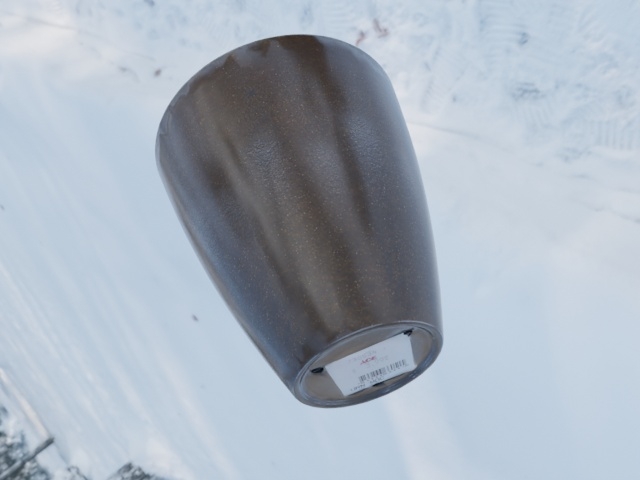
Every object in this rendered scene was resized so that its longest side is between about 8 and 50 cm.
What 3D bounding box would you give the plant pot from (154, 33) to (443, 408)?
[{"bbox_3d":[0.000,0.000,0.497,0.215,0.216,0.230,98,156,-50],"label":"plant pot"}]
